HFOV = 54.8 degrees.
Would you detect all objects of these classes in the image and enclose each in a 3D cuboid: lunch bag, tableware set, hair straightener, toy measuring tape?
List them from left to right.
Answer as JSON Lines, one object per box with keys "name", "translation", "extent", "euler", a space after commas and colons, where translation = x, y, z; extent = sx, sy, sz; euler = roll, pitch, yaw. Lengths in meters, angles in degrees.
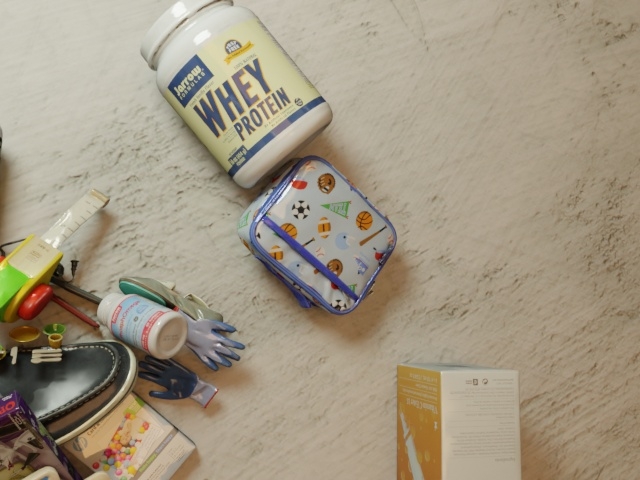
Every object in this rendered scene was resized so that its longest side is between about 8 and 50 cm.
{"name": "tableware set", "translation": [-0.505, 0.165, 1.022], "extent": [0.154, 0.104, 0.024], "euler": [2, 116, -21]}
{"name": "toy measuring tape", "translation": [-0.494, 0.041, 1.086], "extent": [0.121, 0.121, 0.330], "euler": [38, 49, -8]}
{"name": "hair straightener", "translation": [-0.485, 0.066, 1.143], "extent": [0.231, 0.047, 0.089], "euler": [33, 72, -5]}
{"name": "lunch bag", "translation": [0.000, 0.000, 1.219], "extent": [0.303, 0.115, 0.243], "euler": [42, 74, -23]}

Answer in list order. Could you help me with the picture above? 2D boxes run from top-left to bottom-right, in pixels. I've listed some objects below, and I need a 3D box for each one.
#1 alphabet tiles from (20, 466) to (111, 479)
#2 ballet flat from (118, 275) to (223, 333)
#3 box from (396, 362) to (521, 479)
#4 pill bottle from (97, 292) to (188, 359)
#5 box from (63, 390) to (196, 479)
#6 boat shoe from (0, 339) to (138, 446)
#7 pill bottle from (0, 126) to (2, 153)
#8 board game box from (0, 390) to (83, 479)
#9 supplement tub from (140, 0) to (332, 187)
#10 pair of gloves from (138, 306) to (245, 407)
{"name": "alphabet tiles", "translation": [-0.449, 0.499, 0.978], "extent": [0.278, 0.021, 0.283], "euler": [-26, 120, -34]}
{"name": "ballet flat", "translation": [-0.282, 0.118, 1.185], "extent": [0.213, 0.072, 0.068], "euler": [34, 48, -10]}
{"name": "box", "translation": [0.265, 0.422, 1.214], "extent": [0.169, 0.215, 0.344], "euler": [3, 81, -15]}
{"name": "pill bottle", "translation": [-0.321, 0.147, 1.103], "extent": [0.160, 0.087, 0.087], "euler": [16, 74, 30]}
{"name": "box", "translation": [-0.347, 0.376, 1.137], "extent": [0.186, 0.038, 0.145], "euler": [43, 73, -6]}
{"name": "boat shoe", "translation": [-0.556, 0.260, 1.008], "extent": [0.501, 0.155, 0.186], "euler": [-11, 49, -15]}
{"name": "pill bottle", "translation": [-0.651, -0.050, 1.030], "extent": [0.188, 0.188, 0.333], "euler": [5, 82, -15]}
{"name": "board game box", "translation": [-0.502, 0.409, 0.980], "extent": [0.208, 0.056, 0.346], "euler": [-24, 128, -14]}
{"name": "supplement tub", "translation": [-0.159, -0.288, 1.177], "extent": [0.235, 0.235, 0.324], "euler": [-41, 95, -17]}
{"name": "pair of gloves", "translation": [-0.245, 0.226, 1.161], "extent": [0.159, 0.023, 0.198], "euler": [31, 99, -9]}
